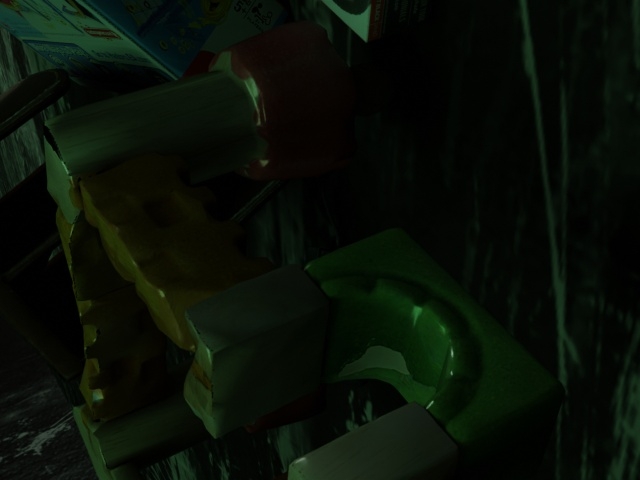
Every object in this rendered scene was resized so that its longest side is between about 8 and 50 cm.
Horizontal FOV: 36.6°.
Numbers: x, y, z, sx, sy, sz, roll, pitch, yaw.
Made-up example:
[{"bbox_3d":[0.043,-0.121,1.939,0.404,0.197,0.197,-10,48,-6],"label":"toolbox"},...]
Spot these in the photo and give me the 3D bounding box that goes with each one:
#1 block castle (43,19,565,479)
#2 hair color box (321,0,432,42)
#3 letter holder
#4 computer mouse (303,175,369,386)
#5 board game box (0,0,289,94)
[{"bbox_3d":[0.053,0.125,0.467,0.453,0.212,0.303,46,145,37],"label":"block castle"},{"bbox_3d":[0.005,-0.174,0.507,0.141,0.043,0.072,49,150,35],"label":"hair color box"},{"bbox_3d":[-0.173,-0.057,0.725,0.152,0.214,0.302,52,169,-20],"label":"letter holder"},{"bbox_3d":[0.000,0.000,0.675,0.071,0.041,0.242,28,134,58],"label":"computer mouse"},{"bbox_3d":[-0.217,-0.222,0.675,0.302,0.086,0.308,38,171,-33],"label":"board game box"}]
